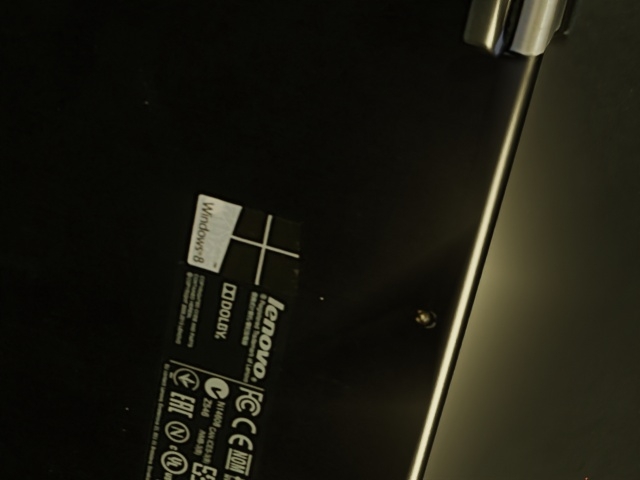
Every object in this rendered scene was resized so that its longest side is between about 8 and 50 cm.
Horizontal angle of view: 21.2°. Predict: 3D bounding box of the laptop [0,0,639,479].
[{"bbox_3d":[0.000,0.000,0.551,0.408,0.236,0.382,17,122,7],"label":"laptop"}]
